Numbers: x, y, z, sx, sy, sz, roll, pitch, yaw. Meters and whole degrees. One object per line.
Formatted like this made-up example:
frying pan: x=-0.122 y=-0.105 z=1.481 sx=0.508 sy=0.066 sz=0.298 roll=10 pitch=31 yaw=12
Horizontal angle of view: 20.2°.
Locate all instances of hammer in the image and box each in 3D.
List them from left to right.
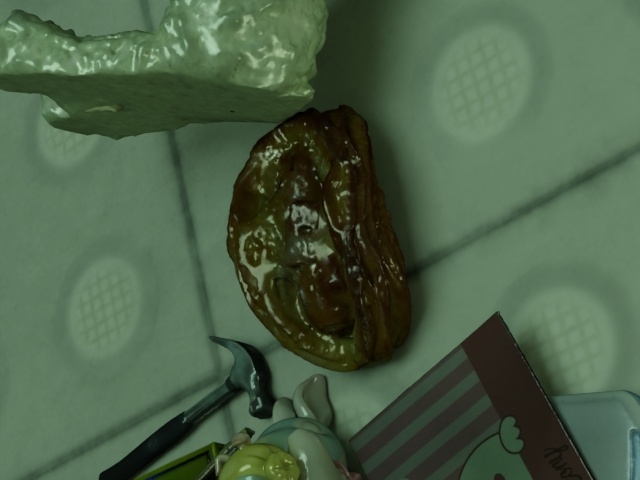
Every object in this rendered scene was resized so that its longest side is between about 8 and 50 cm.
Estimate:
hammer: x=-0.146 y=0.185 z=1.828 sx=0.246 sy=0.029 sz=0.103 roll=-37 pitch=57 yaw=29

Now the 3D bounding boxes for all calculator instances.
calculator: x=0.196 y=0.191 z=1.522 sx=0.210 sy=0.039 sz=0.121 roll=-8 pitch=72 yaw=40

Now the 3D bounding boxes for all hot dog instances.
hot dog: x=-0.002 y=-0.002 z=1.696 sx=0.175 sy=0.114 sz=0.259 roll=-32 pitch=58 yaw=31

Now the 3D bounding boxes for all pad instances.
pad: x=0.148 y=0.235 z=1.522 sx=0.202 sy=0.005 sz=0.299 roll=-43 pitch=56 yaw=27

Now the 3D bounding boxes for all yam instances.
yam: x=-0.102 y=0.217 z=1.709 sx=0.107 sy=0.014 sz=0.014 roll=-47 pitch=52 yaw=9

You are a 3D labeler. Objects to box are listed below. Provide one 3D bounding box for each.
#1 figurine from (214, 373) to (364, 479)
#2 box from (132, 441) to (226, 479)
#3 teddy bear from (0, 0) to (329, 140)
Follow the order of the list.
figurine: x=-0.030 y=0.222 z=1.638 sx=0.127 sy=0.155 sz=0.235 roll=-49 pitch=46 yaw=37
box: x=-0.118 y=0.323 z=1.738 sx=0.141 sy=0.064 sz=0.220 roll=-28 pitch=59 yaw=29
teddy bear: x=-0.100 y=-0.294 z=1.737 sx=0.375 sy=0.327 sz=0.362 roll=2 pitch=75 yaw=20
